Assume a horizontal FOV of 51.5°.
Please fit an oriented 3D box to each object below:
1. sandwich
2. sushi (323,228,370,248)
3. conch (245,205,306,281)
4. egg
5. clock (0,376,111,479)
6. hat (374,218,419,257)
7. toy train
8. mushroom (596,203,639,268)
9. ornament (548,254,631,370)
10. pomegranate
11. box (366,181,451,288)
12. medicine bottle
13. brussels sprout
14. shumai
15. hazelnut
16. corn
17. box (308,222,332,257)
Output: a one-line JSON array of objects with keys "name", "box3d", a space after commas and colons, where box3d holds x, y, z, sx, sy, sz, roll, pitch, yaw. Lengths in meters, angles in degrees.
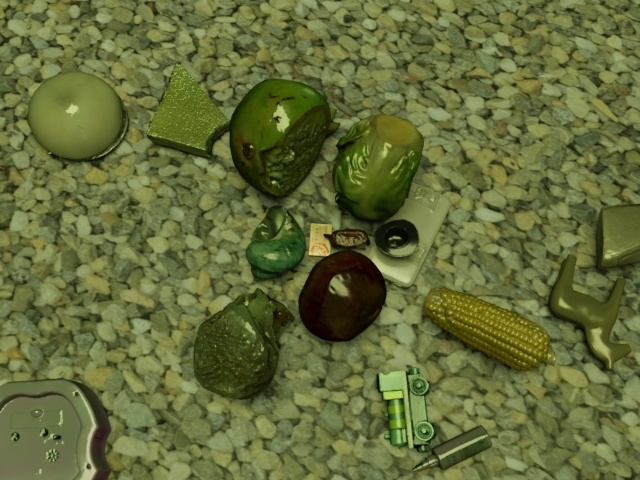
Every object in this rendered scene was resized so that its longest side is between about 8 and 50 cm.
[{"name": "sandwich", "box3d": [-0.353, -0.364, 1.901, 0.212, 0.063, 0.244, 17, 72, 2]}, {"name": "sushi", "box3d": [0.071, -0.007, 1.772, 0.120, 0.055, 0.052, -7, 85, -10]}, {"name": "conch", "box3d": [-0.119, 0.015, 1.732, 0.176, 0.122, 0.188, 33, 70, 33]}, {"name": "egg", "box3d": [-0.691, -0.377, 1.844, 0.264, 0.174, 0.286, -26, 69, -12]}, {"name": "clock", "box3d": [-0.670, 0.491, 1.574, 0.339, 0.102, 0.338, 0, 71, 0]}, {"name": "hat", "box3d": [0.202, 0.000, 1.729, 0.121, 0.050, 0.121, -6, 63, 11]}, {"name": "toy train", "box3d": [0.210, 0.413, 1.615, 0.132, 0.083, 0.200, -7, 70, 9]}, {"name": "mushroom", "box3d": [0.890, -0.030, 1.737, 0.408, 0.137, 0.154, -10, 42, -8]}, {"name": "ornament", "box3d": [0.695, 0.188, 1.697, 0.230, 0.061, 0.244, 24, 69, 7]}, {"name": "pomegranate", "box3d": [-0.106, -0.300, 1.775, 0.216, 0.309, 0.358, 29, 39, 17]}, {"name": "box", "box3d": [0.235, -0.018, 1.782, 0.142, 0.044, 0.285, 25, 73, 11]}, {"name": "medicine bottle", "box3d": [0.310, 0.508, 1.587, 0.199, 0.057, 0.057, -22, 72, -8]}, {"name": "brussels sprout", "box3d": [0.142, -0.193, 1.737, 0.227, 0.294, 0.259, 14, 47, -14]}, {"name": "shumai", "box3d": [-0.176, 0.266, 1.639, 0.225, 0.222, 0.260, 37, 111, 23]}, {"name": "hazelnut", "box3d": [0.043, 0.128, 1.647, 0.218, 0.218, 0.234, 43, 76, 14]}, {"name": "corn", "box3d": [0.421, 0.220, 1.652, 0.347, 0.130, 0.130, 25, 73, 13]}, {"name": "box", "box3d": [0.000, 0.000, 1.790, 0.058, 0.015, 0.093, 4, 70, 0]}]
